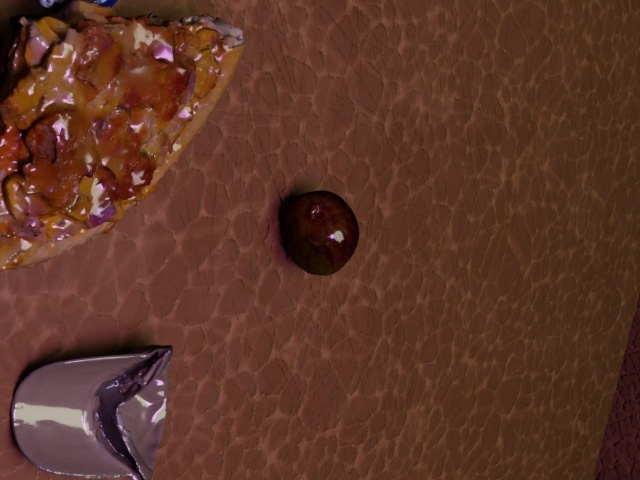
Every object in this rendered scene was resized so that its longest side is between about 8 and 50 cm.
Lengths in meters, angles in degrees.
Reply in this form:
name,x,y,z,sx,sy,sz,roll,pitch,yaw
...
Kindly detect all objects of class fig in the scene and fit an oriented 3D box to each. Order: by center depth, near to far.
name,x,y,z,sx,sy,sz,roll,pitch,yaw
fig,0.000,0.000,1.503,0.154,0.103,0.109,96,-19,-62

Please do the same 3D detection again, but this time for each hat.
name,x,y,z,sx,sy,sz,roll,pitch,yaw
hat,-0.263,0.188,1.258,0.173,0.144,0.166,11,94,-9

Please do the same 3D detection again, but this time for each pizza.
name,x,y,z,sx,sy,sz,roll,pitch,yaw
pizza,-0.231,-0.127,1.130,0.409,0.114,0.277,-44,149,-30

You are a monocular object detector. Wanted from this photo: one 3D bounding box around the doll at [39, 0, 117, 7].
name,x,y,z,sx,sy,sz,roll,pitch,yaw
doll,-0.233,-0.286,1.147,0.195,0.070,0.095,-46,142,-46
